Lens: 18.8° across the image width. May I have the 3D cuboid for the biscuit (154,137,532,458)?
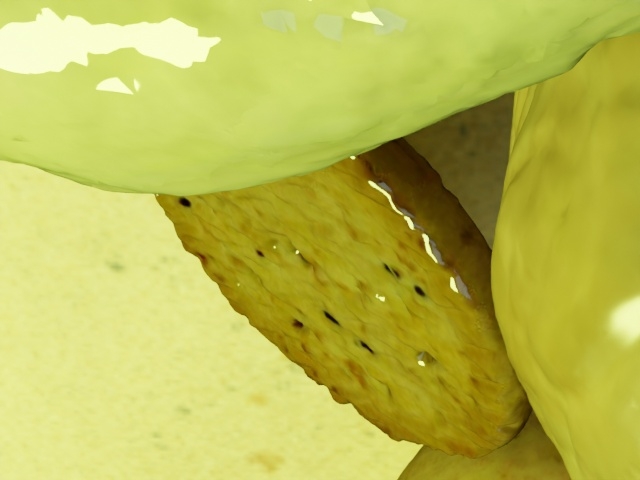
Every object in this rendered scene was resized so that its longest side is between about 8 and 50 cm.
[{"bbox_3d":[0.001,-0.001,0.662,0.188,0.027,0.188,40,159,19],"label":"biscuit"}]

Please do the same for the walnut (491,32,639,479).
[{"bbox_3d":[0.181,-0.027,0.522,0.252,0.277,0.313,37,115,-9],"label":"walnut"}]

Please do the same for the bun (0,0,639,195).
[{"bbox_3d":[-0.022,-0.189,0.441,0.361,0.213,0.361,7,110,20],"label":"bun"}]

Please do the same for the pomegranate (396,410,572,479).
[{"bbox_3d":[0.103,0.142,0.744,0.191,0.191,0.191,3,132,3],"label":"pomegranate"}]
